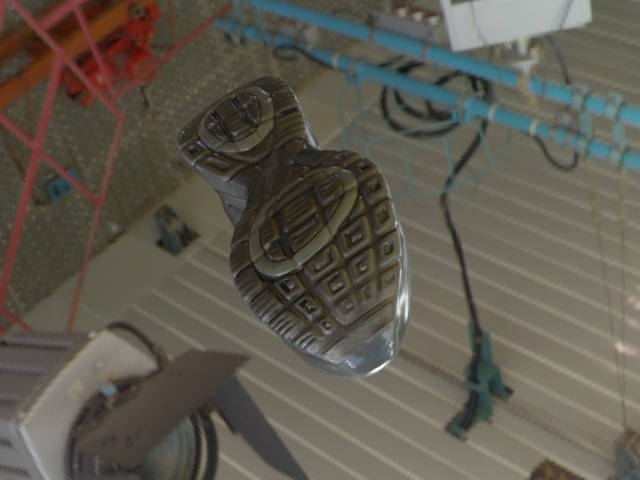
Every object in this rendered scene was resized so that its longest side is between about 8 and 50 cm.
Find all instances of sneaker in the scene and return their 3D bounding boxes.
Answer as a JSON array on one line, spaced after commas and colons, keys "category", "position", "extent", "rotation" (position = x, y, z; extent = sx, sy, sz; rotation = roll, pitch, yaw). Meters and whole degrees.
[{"category": "sneaker", "position": [0.000, 0.000, 0.760], "extent": [0.109, 0.130, 0.286], "rotation": [-30, -144, 3]}]
